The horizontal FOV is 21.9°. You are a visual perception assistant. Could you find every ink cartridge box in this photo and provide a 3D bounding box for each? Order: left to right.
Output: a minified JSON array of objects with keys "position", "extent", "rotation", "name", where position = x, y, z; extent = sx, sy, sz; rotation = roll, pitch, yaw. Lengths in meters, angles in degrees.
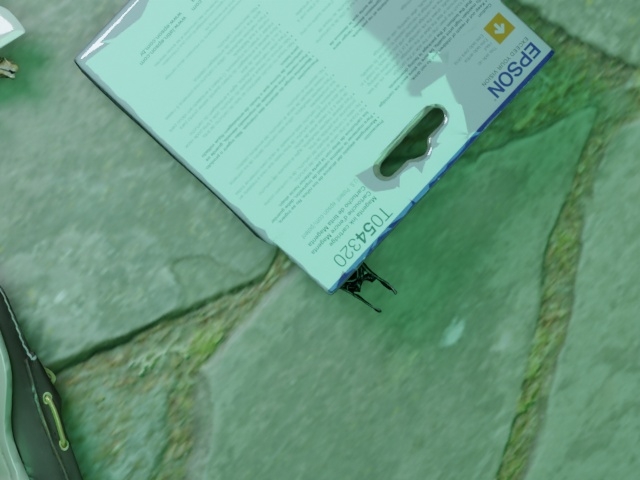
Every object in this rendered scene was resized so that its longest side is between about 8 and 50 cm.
[{"position":[-0.005,-0.173,1.576],"extent":[0.330,0.071,0.324],"rotation":[44,86,-4],"name":"ink cartridge box"}]

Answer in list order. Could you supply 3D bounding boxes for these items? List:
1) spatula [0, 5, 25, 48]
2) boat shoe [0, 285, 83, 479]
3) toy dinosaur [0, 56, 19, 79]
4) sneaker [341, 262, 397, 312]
[{"position":[-0.418,-0.202,1.548],"extent":[0.242,0.019,0.168],"rotation":[-31,86,2],"name":"spatula"},{"position":[-0.300,0.170,1.587],"extent":[0.117,0.097,0.324],"rotation":[-12,96,35],"name":"boat shoe"},{"position":[-0.372,-0.148,1.570],"extent":[0.183,0.053,0.092],"rotation":[8,85,6],"name":"toy dinosaur"},{"position":[-0.002,0.002,1.609],"extent":[0.170,0.089,0.051],"rotation":[42,90,-10],"name":"sneaker"}]
